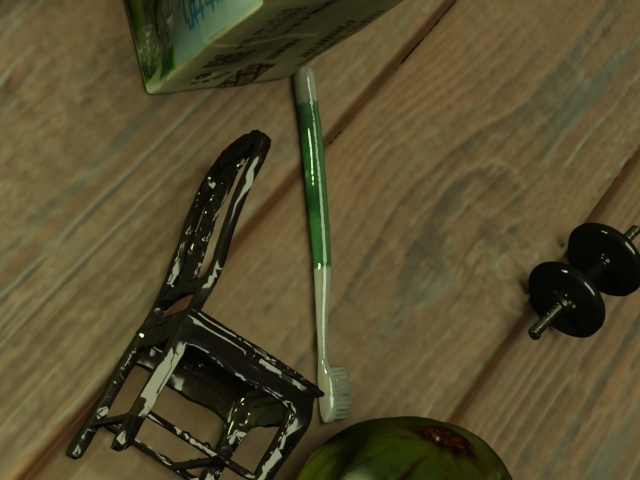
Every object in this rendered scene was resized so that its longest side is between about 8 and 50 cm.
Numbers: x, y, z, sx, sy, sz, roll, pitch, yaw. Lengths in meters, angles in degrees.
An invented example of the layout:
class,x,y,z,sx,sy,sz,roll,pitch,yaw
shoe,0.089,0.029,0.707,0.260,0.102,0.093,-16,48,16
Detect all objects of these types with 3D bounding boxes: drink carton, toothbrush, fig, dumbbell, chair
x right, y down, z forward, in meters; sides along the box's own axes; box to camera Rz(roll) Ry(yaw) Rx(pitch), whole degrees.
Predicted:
class,x,y,z,sx,sy,sz,roll,pitch,yaw
drink carton,-0.063,-0.281,0.786,0.132,0.194,0.325,-11,86,-30
toothbrush,0.000,0.000,0.863,0.024,0.018,0.257,0,79,-33
fig,0.032,0.242,0.793,0.151,0.151,0.259,16,99,-27
dumbbell,0.207,0.030,0.946,0.147,0.069,0.069,-39,99,-31
chair,-0.057,0.056,0.766,0.113,0.106,0.229,35,65,-18
